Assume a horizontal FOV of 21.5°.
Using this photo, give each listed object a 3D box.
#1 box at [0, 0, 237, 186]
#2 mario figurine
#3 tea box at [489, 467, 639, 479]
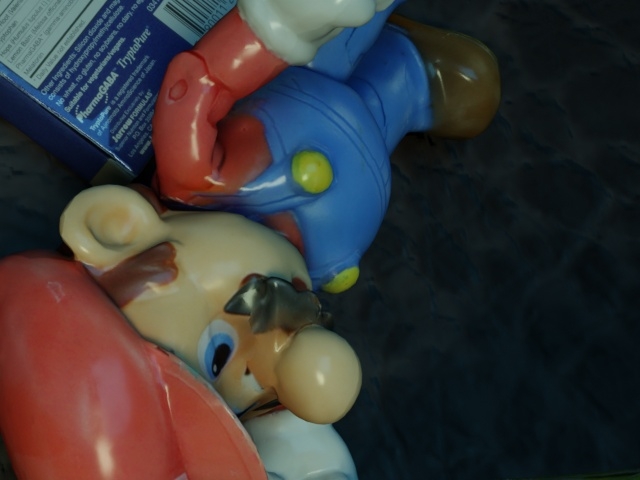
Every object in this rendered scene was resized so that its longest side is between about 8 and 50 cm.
[{"bbox_3d":[-0.141,-0.137,0.738,0.225,0.036,0.136,38,59,-10],"label":"box"},{"bbox_3d":[0.000,0.000,0.670,0.198,0.170,0.320,45,53,-17],"label":"mario figurine"},{"bbox_3d":[0.108,0.256,0.499,0.220,0.323,0.329,20,74,-14],"label":"tea box"}]
